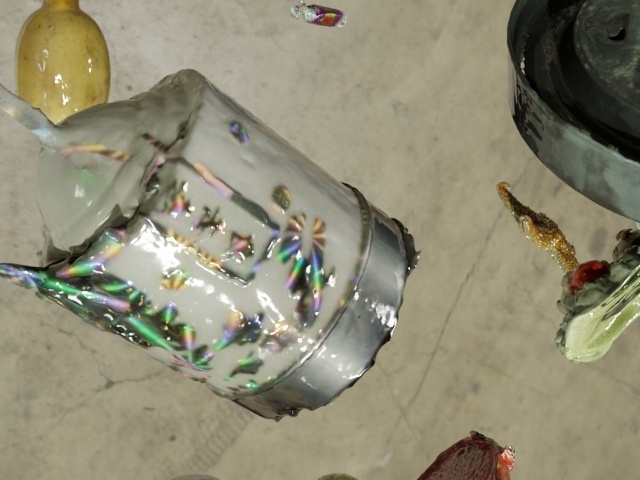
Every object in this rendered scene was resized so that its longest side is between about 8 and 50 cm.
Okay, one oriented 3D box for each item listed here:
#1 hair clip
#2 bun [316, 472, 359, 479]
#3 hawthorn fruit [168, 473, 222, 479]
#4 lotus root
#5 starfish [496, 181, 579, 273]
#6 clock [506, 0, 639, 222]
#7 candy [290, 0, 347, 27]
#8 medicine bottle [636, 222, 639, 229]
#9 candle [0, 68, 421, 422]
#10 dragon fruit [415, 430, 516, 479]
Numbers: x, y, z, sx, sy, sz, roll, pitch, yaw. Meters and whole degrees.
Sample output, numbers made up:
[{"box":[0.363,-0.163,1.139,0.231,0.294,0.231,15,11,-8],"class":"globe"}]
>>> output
[{"box":[0.385,0.013,0.909,0.321,0.091,0.138,-27,143,-12],"class":"hair clip"},{"box":[0.039,0.524,1.427,0.134,0.220,0.220,-25,120,-39],"class":"bun"},{"box":[-0.244,0.575,1.490,0.284,0.285,0.369,-61,170,-10],"class":"hawthorn fruit"},{"box":[-0.474,-0.344,1.504,0.183,0.183,0.309,-13,119,-42],"class":"lotus root"},{"box":[0.375,-0.003,1.334,0.043,0.240,0.227,-38,167,26],"class":"starfish"},{"box":[0.362,-0.156,0.750,0.386,0.386,0.076,-42,147,-27],"class":"clock"},{"box":[0.005,-0.467,1.697,0.175,0.043,0.045,-8,144,-50],"class":"candy"},{"box":[0.655,-0.078,1.247,0.290,0.245,0.245,-18,119,-11],"class":"medicine bottle"},{"box":[-0.097,-0.015,0.547,0.330,0.187,0.187,36,78,-31],"class":"candle"},{"box":[0.277,0.427,1.422,0.126,0.274,0.161,38,57,-10],"class":"dragon fruit"}]
